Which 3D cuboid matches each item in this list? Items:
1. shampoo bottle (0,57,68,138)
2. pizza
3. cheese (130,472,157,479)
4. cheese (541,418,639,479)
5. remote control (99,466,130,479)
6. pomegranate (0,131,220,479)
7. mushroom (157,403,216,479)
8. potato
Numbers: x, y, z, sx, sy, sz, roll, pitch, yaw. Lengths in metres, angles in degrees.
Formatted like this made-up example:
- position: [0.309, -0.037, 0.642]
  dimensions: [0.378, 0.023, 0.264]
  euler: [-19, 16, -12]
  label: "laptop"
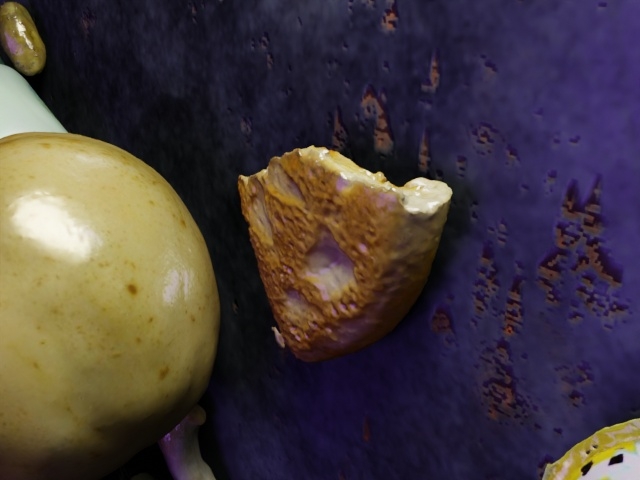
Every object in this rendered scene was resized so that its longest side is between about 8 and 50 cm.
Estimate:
- position: [-0.399, -0.124, 0.807]
  dimensions: [0.349, 0.151, 0.222]
  euler: [46, 148, 30]
  label: "shampoo bottle"
- position: [0.000, 0.000, 0.456]
  dimensions: [0.161, 0.062, 0.182]
  euler: [39, 137, 25]
  label: "pizza"
- position: [-0.168, 0.355, 0.791]
  dimensions: [0.255, 0.050, 0.127]
  euler: [3, 106, 54]
  label: "cheese"
- position: [0.170, 0.118, 0.290]
  dimensions: [0.156, 0.064, 0.250]
  euler: [22, 109, 43]
  label: "cheese"
- position: [-0.343, 0.263, 0.965]
  dimensions: [0.090, 0.066, 0.266]
  euler: [-38, 75, 46]
  label: "remote control"
- position: [-0.244, 0.050, 0.570]
  dimensions: [0.319, 0.319, 0.319]
  euler: [23, 122, 44]
  label: "pomegranate"
- position: [-0.128, 0.255, 0.720]
  dimensions: [0.059, 0.054, 0.202]
  euler: [-163, 55, -69]
  label: "mushroom"
- position: [-0.346, -0.235, 0.783]
  dimensions: [0.046, 0.045, 0.092]
  euler: [62, -174, -84]
  label: "potato"
